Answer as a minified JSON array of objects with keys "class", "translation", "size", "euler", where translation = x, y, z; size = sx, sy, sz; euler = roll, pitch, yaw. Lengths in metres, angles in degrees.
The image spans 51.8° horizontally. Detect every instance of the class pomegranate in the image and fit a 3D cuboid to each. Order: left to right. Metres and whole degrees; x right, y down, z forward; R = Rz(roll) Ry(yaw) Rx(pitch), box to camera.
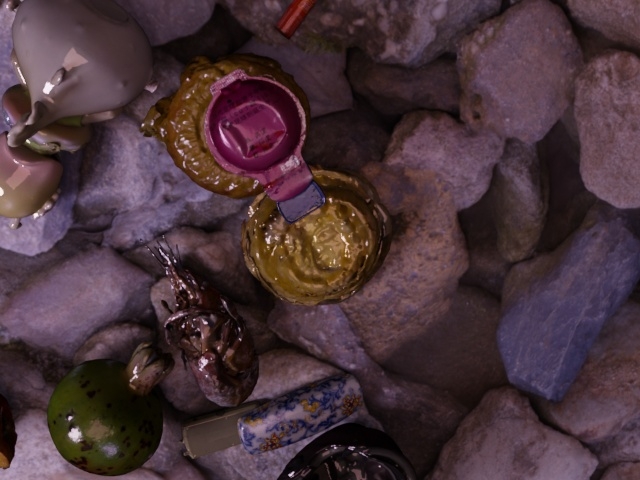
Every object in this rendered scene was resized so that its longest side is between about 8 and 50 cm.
[{"class":"pomegranate","translation":[-0.343,0.277,1.115],"size":[0.248,0.202,0.202],"euler":[-45,109,6]}]

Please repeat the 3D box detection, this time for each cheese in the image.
[{"class":"cheese","translation":[-0.079,-0.140,0.996],"size":[0.155,0.062,0.244],"euler":[-31,108,4]}]

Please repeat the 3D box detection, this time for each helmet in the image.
[{"class":"helmet","translation":[0.031,0.468,1.254],"size":[0.305,0.177,0.225],"euler":[-27,103,3]}]

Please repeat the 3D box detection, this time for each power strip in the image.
[{"class":"power strip","translation":[-0.189,0.361,1.255],"size":[0.168,0.028,0.076],"euler":[-13,107,-10]}]

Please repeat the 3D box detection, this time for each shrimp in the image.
[{"class":"shrimp","translation":[-0.215,0.143,1.148],"size":[0.145,0.116,0.343],"euler":[-35,107,-26]}]

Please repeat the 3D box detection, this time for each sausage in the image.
[{"class":"sausage","translation":[-0.026,-0.395,1.088],"size":[0.034,0.034,0.129],"euler":[36,95,-18]}]

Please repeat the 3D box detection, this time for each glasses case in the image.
[{"class":"glasses case","translation":[-0.035,0.329,1.250],"size":[0.247,0.065,0.087],"euler":[-20,113,-18]}]

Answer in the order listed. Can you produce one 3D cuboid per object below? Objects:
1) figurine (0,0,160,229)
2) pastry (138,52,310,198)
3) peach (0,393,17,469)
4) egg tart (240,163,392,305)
[{"class":"figurine","translation":[-0.410,-0.172,0.965],"size":[0.226,0.275,0.394],"euler":[32,114,-15]},{"class":"pastry","translation":[-0.137,-0.188,1.067],"size":[0.235,0.132,0.240],"euler":[41,92,-19]},{"class":"peach","translation":[-0.644,0.317,1.082],"size":[0.267,0.154,0.159],"euler":[-20,109,1]},{"class":"egg tart","translation":[0.000,0.000,1.167],"size":[0.278,0.095,0.279],"euler":[-4,106,-13]}]
